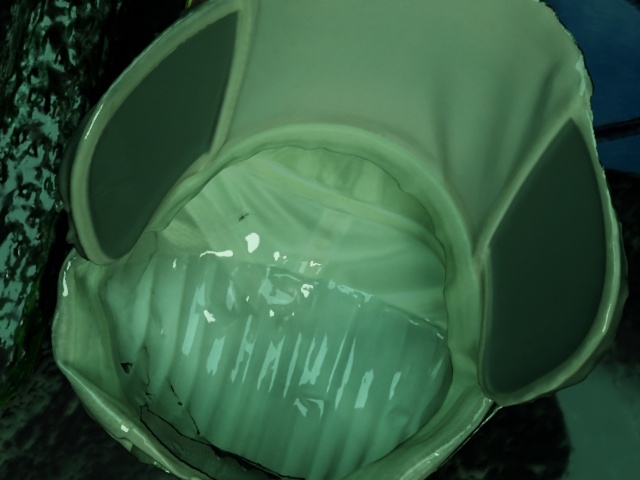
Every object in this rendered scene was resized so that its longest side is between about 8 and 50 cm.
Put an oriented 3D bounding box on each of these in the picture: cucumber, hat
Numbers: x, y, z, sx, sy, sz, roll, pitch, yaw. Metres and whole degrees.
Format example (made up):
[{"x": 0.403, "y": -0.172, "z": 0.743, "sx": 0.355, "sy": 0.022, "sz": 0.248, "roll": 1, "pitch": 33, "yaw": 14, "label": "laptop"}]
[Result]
[{"x": -0.153, "y": -0.047, "z": 0.715, "sx": 0.068, "sy": 0.067, "sz": 0.293, "roll": 7, "pitch": 71, "yaw": 9, "label": "cucumber"}, {"x": 0.003, "y": -0.005, "z": 0.591, "sx": 0.232, "sy": 0.275, "sz": 0.161, "roll": 17, "pitch": 29, "yaw": -7, "label": "hat"}]

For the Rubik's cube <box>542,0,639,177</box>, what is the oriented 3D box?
[{"x": 0.229, "y": -0.176, "z": 0.622, "sx": 0.260, "sy": 0.259, "sz": 0.254, "roll": 12, "pitch": 73, "yaw": 7, "label": "Rubik's cube"}]

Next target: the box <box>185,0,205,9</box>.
[{"x": -0.011, "y": -0.132, "z": 0.753, "sx": 0.133, "sy": 0.023, "sz": 0.090, "roll": 8, "pitch": 73, "yaw": 10, "label": "box"}]
